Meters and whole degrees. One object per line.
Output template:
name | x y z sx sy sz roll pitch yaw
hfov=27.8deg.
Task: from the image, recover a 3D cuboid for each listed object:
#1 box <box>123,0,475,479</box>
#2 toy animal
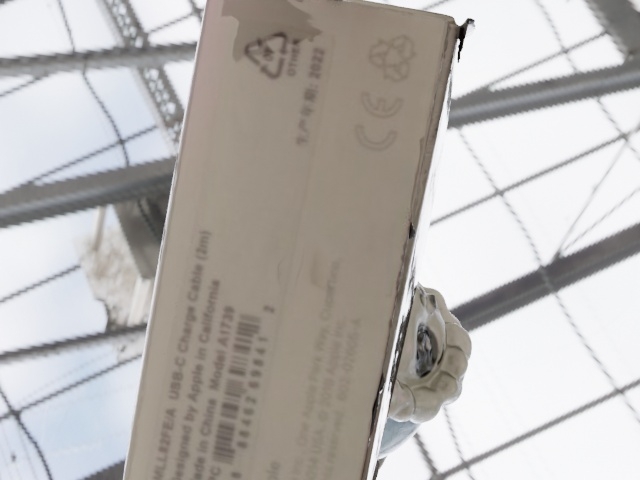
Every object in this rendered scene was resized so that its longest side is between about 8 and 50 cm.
box | 0.000 0.000 0.592 0.106 0.252 0.203 10 -84 5
toy animal | 0.042 0.114 1.187 0.156 0.204 0.208 25 -146 -28
